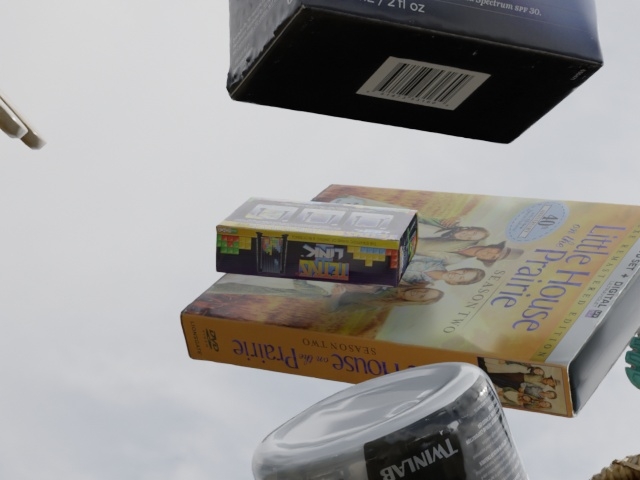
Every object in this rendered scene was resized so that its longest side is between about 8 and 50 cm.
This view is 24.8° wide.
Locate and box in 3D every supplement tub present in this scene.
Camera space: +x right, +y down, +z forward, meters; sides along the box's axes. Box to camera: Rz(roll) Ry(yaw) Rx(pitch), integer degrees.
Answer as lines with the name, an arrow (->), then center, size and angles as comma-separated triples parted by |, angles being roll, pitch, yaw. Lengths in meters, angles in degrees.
supplement tub -> 0.088, 0.267, 1.088 | 0.194, 0.193, 0.316 | -16, -82, 37

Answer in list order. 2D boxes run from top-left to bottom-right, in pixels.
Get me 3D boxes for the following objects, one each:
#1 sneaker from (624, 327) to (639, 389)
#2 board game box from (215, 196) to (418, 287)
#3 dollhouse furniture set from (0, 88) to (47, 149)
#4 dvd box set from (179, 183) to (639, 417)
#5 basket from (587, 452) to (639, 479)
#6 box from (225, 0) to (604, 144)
sneaker -> 0.320, 0.071, 1.278 | 0.065, 0.166, 0.076 | 16, -22, 39
board game box -> 0.000, 0.000, 1.368 | 0.170, 0.141, 0.048 | 5, -75, 10
dollhouse furniture set -> -0.432, 0.000, 1.401 | 0.256, 0.362, 0.394 | 48, -3, 0
dvd box set -> 0.114, 0.044, 1.442 | 0.420, 0.307, 0.062 | 6, -59, 34
basket -> 0.208, 0.217, 0.739 | 0.213, 0.223, 0.299 | -9, -8, -37
box -> 0.077, -0.273, 1.330 | 0.296, 0.294, 0.183 | 7, -24, -23
